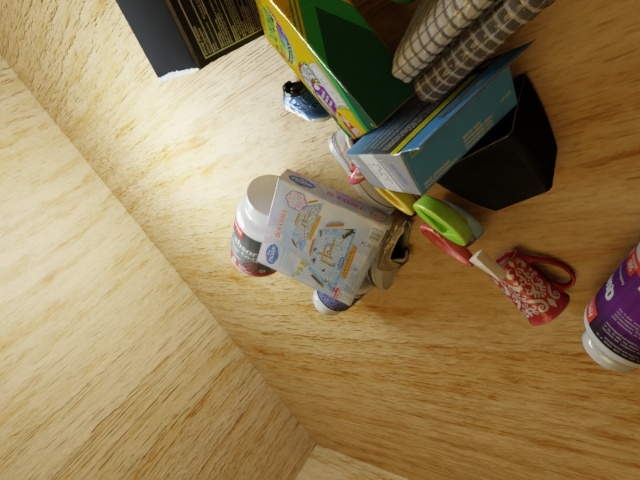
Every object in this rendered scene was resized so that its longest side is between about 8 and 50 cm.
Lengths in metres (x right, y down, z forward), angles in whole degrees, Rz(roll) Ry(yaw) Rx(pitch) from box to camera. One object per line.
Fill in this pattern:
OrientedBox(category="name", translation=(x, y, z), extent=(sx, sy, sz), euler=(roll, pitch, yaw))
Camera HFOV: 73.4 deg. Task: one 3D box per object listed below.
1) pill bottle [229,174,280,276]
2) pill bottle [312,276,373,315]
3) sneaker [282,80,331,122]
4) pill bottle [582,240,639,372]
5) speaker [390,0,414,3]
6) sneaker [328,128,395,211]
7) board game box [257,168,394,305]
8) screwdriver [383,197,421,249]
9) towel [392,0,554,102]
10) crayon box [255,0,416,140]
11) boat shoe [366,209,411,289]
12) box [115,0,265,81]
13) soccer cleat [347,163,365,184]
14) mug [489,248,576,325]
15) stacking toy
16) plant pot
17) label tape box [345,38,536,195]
OrientedBox(category="pill bottle", translation=(-0.189, -0.044, 1.459), extent=(0.210, 0.210, 0.363), euler=(36, 144, 8))
OrientedBox(category="pill bottle", translation=(0.073, 0.156, 1.470), extent=(0.153, 0.153, 0.265), euler=(40, 144, 3))
OrientedBox(category="sneaker", translation=(-0.038, -0.364, 1.109), extent=(0.152, 0.058, 0.084), euler=(30, 152, 27))
OrientedBox(category="pill bottle", translation=(0.665, 0.136, 0.864), extent=(0.181, 0.181, 0.323), euler=(26, 142, 21))
OrientedBox(category="speaker", translation=(0.164, -0.545, 0.671), extent=(0.131, 0.131, 0.296), euler=(36, 144, 8))
OrientedBox(category="sneaker", translation=(0.126, -0.184, 1.114), extent=(0.258, 0.094, 0.091), euler=(48, 142, -12))
OrientedBox(category="board game box", translation=(0.000, 0.000, 1.217), extent=(0.318, 0.066, 0.319), euler=(25, 129, 5))
OrientedBox(category="screwdriver", translation=(0.220, -0.042, 1.141), extent=(0.024, 0.170, 0.025), euler=(38, -174, 8))
OrientedBox(category="towel", translation=(0.243, -0.374, 0.653), extent=(0.121, 0.284, 0.235), euler=(32, 148, -14))
OrientedBox(category="crayon box", translation=(0.016, -0.358, 0.852), extent=(0.313, 0.106, 0.363), euler=(47, -176, -9))
OrientedBox(category="boat shoe", translation=(0.203, 0.042, 1.263), extent=(0.103, 0.113, 0.302), euler=(25, 141, 32))
OrientedBox(category="box", translation=(-0.277, -0.554, 0.933), extent=(0.183, 0.294, 0.296), euler=(5, 130, 40))
OrientedBox(category="soccer cleat", translation=(0.157, -0.214, 1.008), extent=(0.095, 0.083, 0.248), euler=(32, 119, -11))
OrientedBox(category="mug", translation=(0.517, 0.097, 1.058), extent=(0.169, 0.150, 0.113), euler=(45, -179, 2))
OrientedBox(category="stacking toy", translation=(0.295, -0.067, 0.959), extent=(0.309, 0.130, 0.279), euler=(39, -179, -27))
OrientedBox(category="plant pot", translation=(0.357, -0.171, 0.848), extent=(0.167, 0.187, 0.188), euler=(38, 146, -17))
OrientedBox(category="label tape box", translation=(0.209, -0.198, 0.770), extent=(0.106, 0.240, 0.333), euler=(48, 176, -18))
